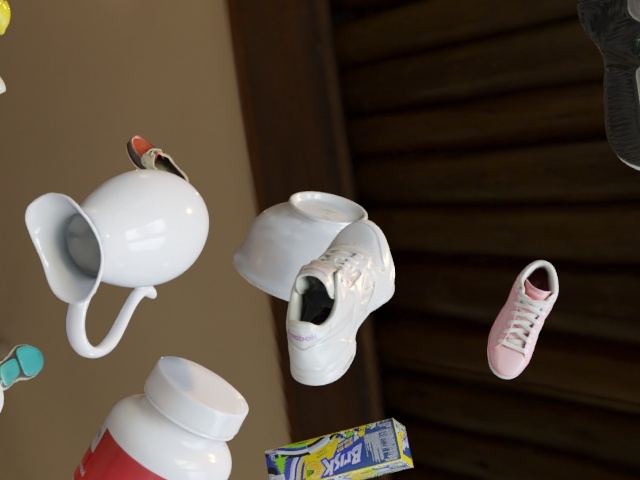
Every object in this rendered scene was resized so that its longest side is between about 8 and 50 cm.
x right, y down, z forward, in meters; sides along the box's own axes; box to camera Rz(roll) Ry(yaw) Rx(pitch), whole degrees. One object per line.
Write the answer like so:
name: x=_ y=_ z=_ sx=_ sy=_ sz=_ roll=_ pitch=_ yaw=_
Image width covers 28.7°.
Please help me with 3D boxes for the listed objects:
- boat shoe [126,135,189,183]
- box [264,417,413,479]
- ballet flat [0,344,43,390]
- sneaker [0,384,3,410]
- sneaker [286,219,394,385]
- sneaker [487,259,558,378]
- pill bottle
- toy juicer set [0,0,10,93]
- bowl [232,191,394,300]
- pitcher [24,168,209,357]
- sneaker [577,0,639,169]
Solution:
boat shoe: x=-0.253 y=-0.119 z=1.954 sx=0.137 sy=0.049 sz=0.043 roll=48 pitch=-35 yaw=19
box: x=0.022 y=0.265 z=1.516 sx=0.169 sy=0.059 sz=0.054 roll=-16 pitch=-113 yaw=14
ballet flat: x=-0.481 y=0.196 z=1.922 sx=0.052 sy=0.168 sz=0.057 roll=-16 pitch=-89 yaw=11
sneaker: x=-0.557 y=0.158 z=1.751 sx=0.292 sy=0.108 sz=0.169 roll=34 pitch=-22 yaw=37
sneaker: x=0.031 y=0.064 z=1.856 sx=0.114 sy=0.305 sz=0.152 roll=5 pitch=-44 yaw=20
sneaker: x=0.217 y=0.080 z=1.339 sx=0.051 sy=0.134 sz=0.070 roll=23 pitch=-12 yaw=8
pill bottle: x=-0.294 y=0.410 z=2.097 sx=0.229 sy=0.229 sz=0.408 roll=39 pitch=-77 yaw=39
toy juicer set: x=-0.498 y=-0.263 z=1.593 sx=0.329 sy=0.209 sz=0.089 roll=94 pitch=-23 yaw=-57
bowl: x=0.000 y=0.000 z=2.216 sx=0.298 sy=0.298 sz=0.134 roll=33 pitch=-61 yaw=42
pitcher: x=-0.206 y=0.019 z=1.326 sx=0.125 sy=0.207 sz=0.178 roll=2 pitch=-78 yaw=28
sneaker: x=0.452 y=-0.207 z=1.556 sx=0.169 sy=0.257 sz=0.447 roll=-17 pitch=-130 yaw=32
